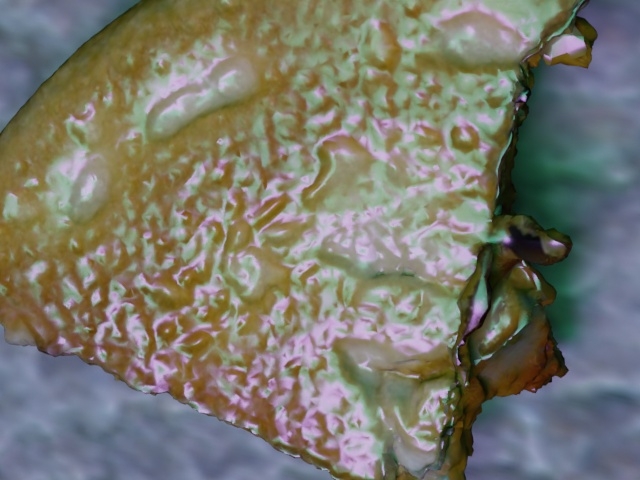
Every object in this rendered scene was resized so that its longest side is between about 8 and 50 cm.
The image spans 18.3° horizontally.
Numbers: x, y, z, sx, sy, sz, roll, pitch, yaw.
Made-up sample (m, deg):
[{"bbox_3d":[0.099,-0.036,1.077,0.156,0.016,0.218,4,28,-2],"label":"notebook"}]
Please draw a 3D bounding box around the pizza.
[{"bbox_3d":[0.000,0.000,0.765,0.289,0.081,0.228,-31,82,14],"label":"pizza"}]
